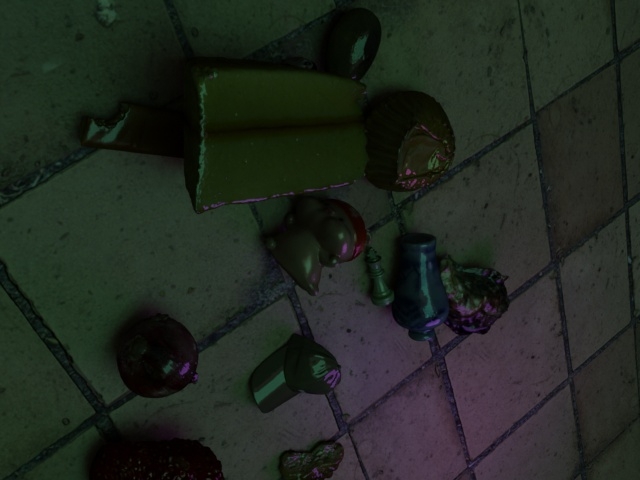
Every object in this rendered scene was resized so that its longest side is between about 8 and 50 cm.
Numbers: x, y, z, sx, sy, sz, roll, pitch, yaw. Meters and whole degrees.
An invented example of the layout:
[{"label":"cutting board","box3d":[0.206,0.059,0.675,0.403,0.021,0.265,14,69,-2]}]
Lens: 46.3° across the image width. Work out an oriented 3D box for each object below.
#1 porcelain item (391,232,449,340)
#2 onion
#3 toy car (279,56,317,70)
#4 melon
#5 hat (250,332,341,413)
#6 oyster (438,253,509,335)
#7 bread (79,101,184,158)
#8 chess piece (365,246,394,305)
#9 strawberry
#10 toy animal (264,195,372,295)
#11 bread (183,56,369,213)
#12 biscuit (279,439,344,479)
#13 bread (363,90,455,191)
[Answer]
[{"label":"porcelain item","box3d":[0.241,0.116,1.820,0.141,0.141,0.259,-14,109,-31]},{"label":"onion","box3d":[-0.302,0.238,1.461,0.159,0.159,0.195,-50,142,-7]},{"label":"toy car","box3d":[-0.101,-0.275,1.415,0.108,0.089,0.210,38,89,-31]},{"label":"melon","box3d":[0.062,-0.379,1.481,0.099,0.099,0.162,16,101,-40]},{"label":"hat","box3d":[-0.052,0.328,1.708,0.173,0.144,0.166,-53,133,-35]},{"label":"oyster","box3d":[0.396,0.158,1.967,0.271,0.100,0.275,-11,118,-29]},{"label":"bread","box3d":[-0.309,-0.197,1.322,0.226,0.049,0.088,4,107,-37]},{"label":"chess piece","box3d":[0.133,0.080,1.775,0.059,0.059,0.149,-28,117,-23]},{"label":"strawberry","box3d":[-0.324,0.528,1.526,0.257,0.261,0.261,10,104,-46]},{"label":"toy animal","box3d":[0.000,0.000,1.570,0.197,0.171,0.171,-42,129,-11]},{"label":"bread","box3d":[-0.051,-0.187,1.286,0.361,0.245,0.233,-1,107,-16]},{"label":"biscuit","box3d":[-0.017,0.573,1.880,0.183,0.061,0.118,-8,116,-34]},{"label":"bread","box3d":[0.195,-0.210,1.628,0.240,0.139,0.240,-19,122,-32]}]
